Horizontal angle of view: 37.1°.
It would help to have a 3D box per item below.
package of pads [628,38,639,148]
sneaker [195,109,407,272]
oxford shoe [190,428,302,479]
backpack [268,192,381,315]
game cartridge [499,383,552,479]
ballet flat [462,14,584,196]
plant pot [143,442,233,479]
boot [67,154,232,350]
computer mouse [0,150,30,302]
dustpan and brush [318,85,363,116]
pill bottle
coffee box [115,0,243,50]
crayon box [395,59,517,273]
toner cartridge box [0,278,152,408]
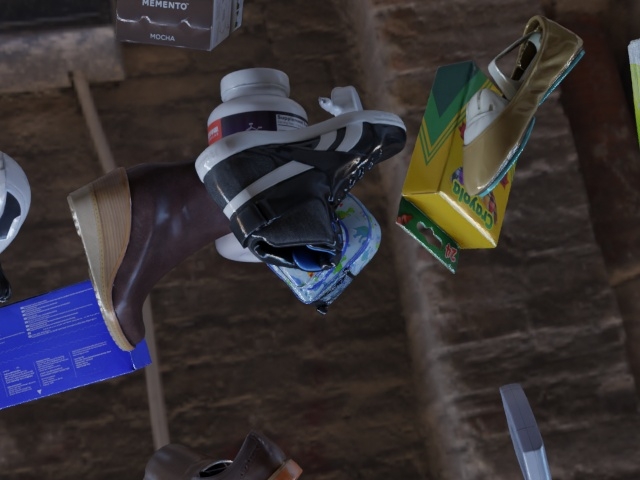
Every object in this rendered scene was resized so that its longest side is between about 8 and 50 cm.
[{"bbox_3d":[0.604,-0.203,1.558,0.101,0.229,0.297,-11,167,35],"label":"package of pads"},{"bbox_3d":[0.006,-0.036,0.811,0.217,0.121,0.079,-15,162,-37],"label":"sneaker"},{"bbox_3d":[-0.202,0.491,1.722,0.364,0.132,0.130,-44,173,3],"label":"oxford shoe"},{"bbox_3d":[0.000,0.000,0.990,0.114,0.105,0.084,-45,158,5],"label":"backpack"},{"bbox_3d":[0.466,0.454,2.159,0.062,0.198,0.297,-11,-161,4],"label":"game cartridge"},{"bbox_3d":[0.188,-0.141,0.968,0.073,0.232,0.080,40,151,-6],"label":"ballet flat"},{"bbox_3d":[-0.266,0.501,1.951,0.165,0.166,0.167,14,-175,44],"label":"plant pot"},{"bbox_3d":[-0.184,0.014,1.180,0.207,0.090,0.248,-17,124,-14],"label":"boot"},{"bbox_3d":[-0.351,-0.022,1.064,0.042,0.106,0.193,0,145,-28],"label":"computer mouse"},{"bbox_3d":[0.045,-0.252,1.874,0.060,0.147,0.211,-18,167,9],"label":"dustpan and brush"},{"bbox_3d":[-0.106,-0.132,1.692,0.182,0.322,0.181,-5,168,-1],"label":"pill bottle"},{"bbox_3d":[-0.242,-0.427,1.697,0.168,0.118,0.297,8,-159,2],"label":"coffee box"},{"bbox_3d":[0.250,-0.125,1.667,0.081,0.318,0.202,-2,152,42],"label":"crayon box"},{"bbox_3d":[-0.469,0.177,1.587,0.348,0.165,0.075,-16,178,12],"label":"toner cartridge box"}]
